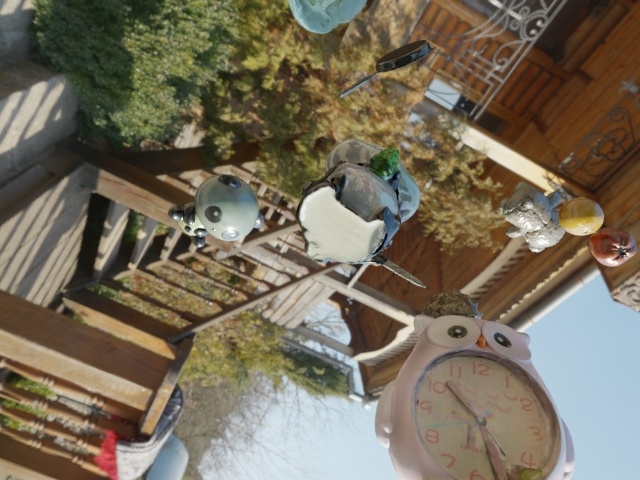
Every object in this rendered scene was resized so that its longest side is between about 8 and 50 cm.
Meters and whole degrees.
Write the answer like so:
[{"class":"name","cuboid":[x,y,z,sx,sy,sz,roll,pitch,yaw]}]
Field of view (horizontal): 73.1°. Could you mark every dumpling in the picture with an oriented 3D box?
[{"class":"dumpling","cuboid":[0.011,-0.578,0.839,0.321,0.270,0.212,-48,-164,-1]}]

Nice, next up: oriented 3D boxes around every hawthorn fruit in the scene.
[{"class":"hawthorn fruit","cuboid":[1.012,0.019,1.514,0.133,0.132,0.138,-62,-171,13]}]

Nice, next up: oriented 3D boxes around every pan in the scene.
[{"class":"pan","cuboid":[0.142,-0.394,0.981,0.235,0.028,0.136,-27,-153,6]}]

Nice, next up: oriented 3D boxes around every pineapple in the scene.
[{"class":"pineapple","cuboid":[0.384,0.278,1.293,0.361,0.175,0.175,68,37,-55]}]

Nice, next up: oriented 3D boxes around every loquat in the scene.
[{"class":"loquat","cuboid":[0.896,-0.082,1.485,0.141,0.141,0.141,-61,-170,19]}]

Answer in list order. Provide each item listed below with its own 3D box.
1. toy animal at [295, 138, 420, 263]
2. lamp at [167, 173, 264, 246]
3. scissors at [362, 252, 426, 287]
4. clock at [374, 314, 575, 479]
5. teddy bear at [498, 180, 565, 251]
[{"class":"toy animal","cuboid":[0.085,-0.092,0.855,0.267,0.212,0.212,-54,-178,-38]},{"class":"lamp","cuboid":[-0.295,-0.084,1.238,0.243,0.198,0.198,-19,-152,17]},{"class":"scissors","cuboid":[0.243,0.085,1.530,0.109,0.300,0.022,-49,157,-21]},{"class":"clock","cuboid":[0.301,0.349,0.883,0.251,0.368,0.377,87,15,-50]},{"class":"teddy bear","cuboid":[0.816,-0.092,1.646,0.236,0.267,0.151,-48,-156,16]}]
